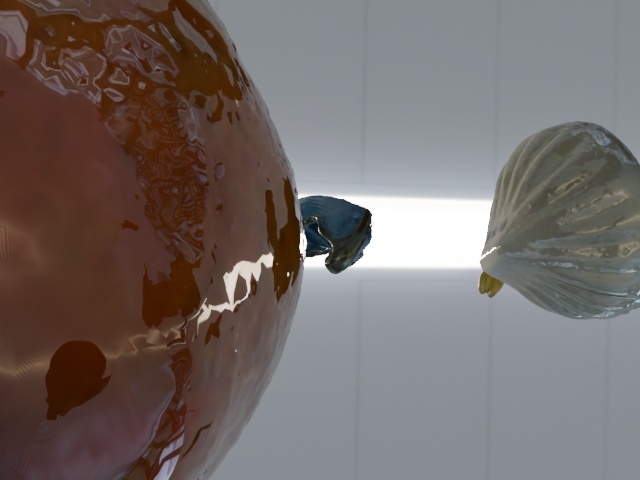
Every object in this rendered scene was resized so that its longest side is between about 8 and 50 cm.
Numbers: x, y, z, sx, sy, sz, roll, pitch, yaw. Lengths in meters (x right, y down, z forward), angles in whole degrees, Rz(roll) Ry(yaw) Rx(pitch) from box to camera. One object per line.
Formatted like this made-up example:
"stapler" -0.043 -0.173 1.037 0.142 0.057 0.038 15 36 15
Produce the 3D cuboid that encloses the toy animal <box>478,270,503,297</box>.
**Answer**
"toy animal" 0.293 0.019 1.506 0.070 0.083 0.159 37 -108 -50

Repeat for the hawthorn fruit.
"hawthorn fruit" -0.234 -0.003 0.593 0.472 0.472 0.471 -1 -88 -21

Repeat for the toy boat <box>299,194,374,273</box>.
"toy boat" 0.000 0.000 0.977 0.075 0.185 0.077 41 -105 -21

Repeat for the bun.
"bun" 0.283 -0.008 1.167 0.175 0.263 0.263 -19 -82 -17
